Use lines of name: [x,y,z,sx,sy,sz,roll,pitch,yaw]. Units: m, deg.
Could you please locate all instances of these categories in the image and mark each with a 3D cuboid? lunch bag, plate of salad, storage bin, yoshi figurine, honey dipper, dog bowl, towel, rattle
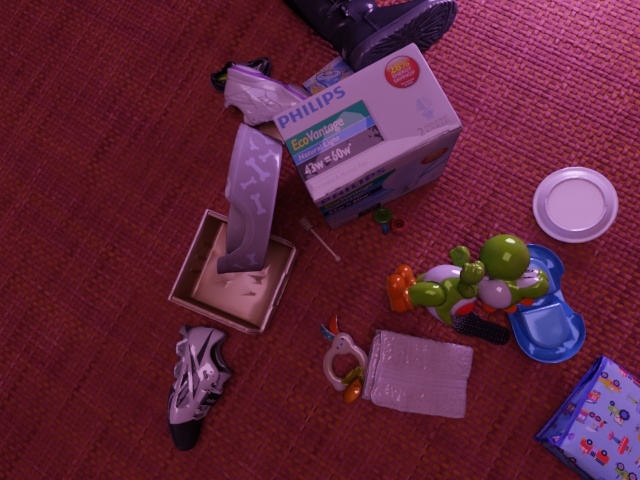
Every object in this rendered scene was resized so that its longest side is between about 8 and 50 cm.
lunch bag: [0.707,0.439,1.110,0.221,0.138,0.293,39,80,14]
plate of salad: [0.663,-0.092,1.220,0.200,0.048,0.199,-1,86,18]
storage bin: [-0.229,0.089,1.278,0.261,0.123,0.262,21,85,11]
yoshi figurine: [0.348,0.074,1.129,0.363,0.203,0.203,-8,57,23]
honey dipper: [0.000,0.000,1.308,0.030,0.030,0.160,-41,82,1]
dog bowl: [0.547,0.157,1.188,0.166,0.074,0.296,-17,81,5]
dog bowl: [-0.159,-0.087,1.076,0.102,0.349,0.348,9,83,-8]
towel: [0.250,0.335,1.173,0.283,0.049,0.186,12,83,-12]
rattle: [0.043,0.301,1.207,0.130,0.143,0.199,-15,88,30]

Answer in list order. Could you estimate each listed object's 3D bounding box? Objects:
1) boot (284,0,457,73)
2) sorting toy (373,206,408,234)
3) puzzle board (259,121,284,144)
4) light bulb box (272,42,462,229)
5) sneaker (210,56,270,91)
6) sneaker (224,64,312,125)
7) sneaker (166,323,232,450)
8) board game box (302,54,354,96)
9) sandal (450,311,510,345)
boot: [0.116,-0.705,1.343,0.367,0.146,0.445,-31,66,-16]
sorting toy: [0.191,-0.045,1.286,0.102,0.042,0.061,33,72,23]
puzzle board: [-0.116,-0.327,1.378,0.128,0.011,0.096,-9,80,6]
light bulb box: [0.117,-0.225,1.154,0.358,0.361,0.225,-27,79,4]
sneaker: [-0.237,-0.495,1.383,0.188,0.078,0.066,-17,80,5]
sneaker: [-0.135,-0.388,1.345,0.306,0.114,0.152,24,115,4]
sneaker: [-0.315,0.395,1.247,0.147,0.122,0.329,2,83,10]
board game box: [0.069,-0.462,1.358,0.201,0.035,0.136,-39,79,1]
sandal: [0.406,0.224,1.220,0.179,0.040,0.067,24,92,-4]
